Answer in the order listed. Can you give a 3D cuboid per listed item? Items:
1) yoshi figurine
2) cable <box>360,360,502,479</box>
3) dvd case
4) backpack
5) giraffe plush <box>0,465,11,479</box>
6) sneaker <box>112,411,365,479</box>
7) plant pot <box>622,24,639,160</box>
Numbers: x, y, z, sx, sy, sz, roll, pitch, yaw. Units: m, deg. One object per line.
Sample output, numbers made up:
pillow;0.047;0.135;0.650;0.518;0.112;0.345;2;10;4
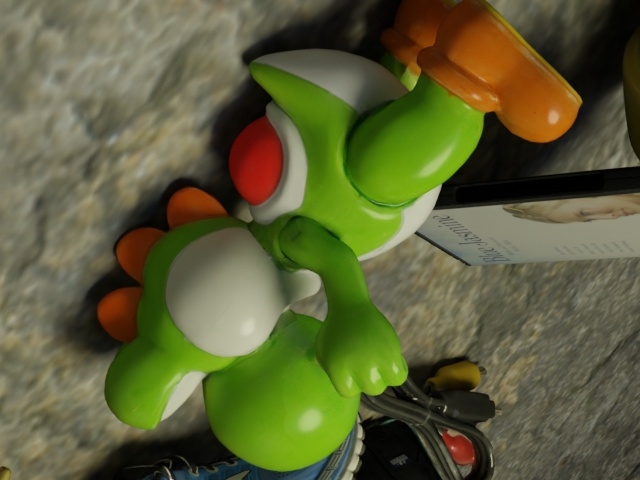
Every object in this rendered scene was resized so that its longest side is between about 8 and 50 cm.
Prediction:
yoshi figurine;0.018;0.014;0.709;0.362;0.203;0.203;-46;153;8
cable;0.095;0.173;1.035;0.287;0.072;0.139;20;69;-46
dvd case;0.200;-0.015;0.851;0.180;0.253;0.022;26;65;-54
backpack;0.063;0.297;1.051;0.166;0.188;0.144;-10;133;-41
giraffe plush;-0.262;0.209;0.669;0.181;0.210;0.170;-48;175;-1
sneaker;-0.088;0.217;0.858;0.330;0.147;0.130;-43;179;-40
plant pot;0.360;-0.190;0.814;0.254;0.254;0.239;-33;128;-16
